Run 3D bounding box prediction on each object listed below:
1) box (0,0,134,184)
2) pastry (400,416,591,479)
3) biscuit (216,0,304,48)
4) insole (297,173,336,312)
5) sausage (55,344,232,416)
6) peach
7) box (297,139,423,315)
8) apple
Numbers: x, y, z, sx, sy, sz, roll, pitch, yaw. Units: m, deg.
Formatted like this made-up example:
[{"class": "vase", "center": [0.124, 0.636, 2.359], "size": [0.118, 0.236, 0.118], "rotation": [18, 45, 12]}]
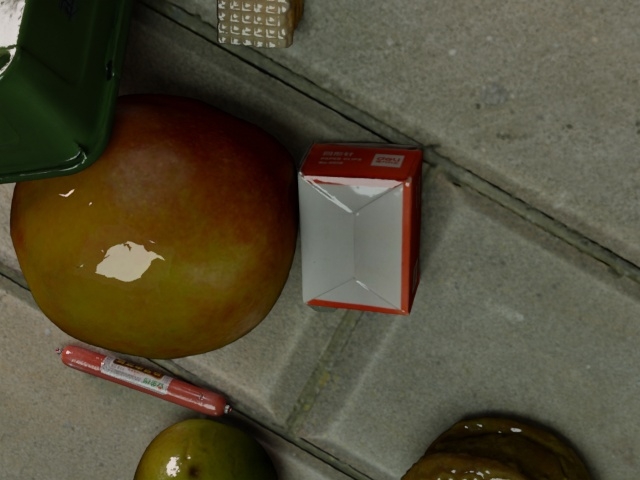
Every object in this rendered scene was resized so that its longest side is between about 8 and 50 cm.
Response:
[{"class": "box", "center": [-0.350, -0.237, 1.519], "size": [0.253, 0.328, 0.178], "rotation": [-7, 150, 23]}, {"class": "pastry", "center": [0.217, 0.332, 1.727], "size": [0.240, 0.132, 0.235], "rotation": [26, 129, 14]}, {"class": "biscuit", "center": [-0.062, -0.393, 1.507], "size": [0.094, 0.054, 0.378], "rotation": [8, 116, 14]}, {"class": "insole", "center": [0.000, 0.000, 1.699], "size": [0.063, 0.010, 0.192], "rotation": [6, 117, 18]}, {"class": "sausage", "center": [-0.233, 0.183, 1.854], "size": [0.253, 0.034, 0.034], "rotation": [17, 119, 10]}, {"class": "peach", "center": [-0.175, -0.019, 1.599], "size": [0.332, 0.308, 0.307], "rotation": [-19, 107, 15]}, {"class": "box", "center": [0.048, -0.017, 1.620], "size": [0.133, 0.099, 0.182], "rotation": [3, 118, 11]}, {"class": "apple", "center": [-0.152, 0.327, 1.827], "size": [0.196, 0.157, 0.196], "rotation": [6, 123, 10]}]
